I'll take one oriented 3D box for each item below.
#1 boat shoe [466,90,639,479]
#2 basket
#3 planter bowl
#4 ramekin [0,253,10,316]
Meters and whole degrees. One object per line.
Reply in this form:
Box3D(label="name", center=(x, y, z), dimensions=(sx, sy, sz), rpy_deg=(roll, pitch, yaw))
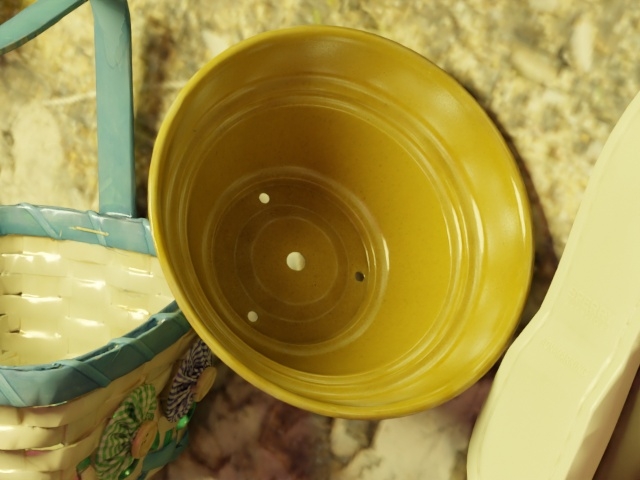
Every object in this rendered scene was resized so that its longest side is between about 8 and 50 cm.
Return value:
Box3D(label="boat shoe", center=(0.182, 0.021, 0.913), dimensions=(0.305, 0.091, 0.109), rpy_deg=(-63, 33, 14))
Box3D(label="basket", center=(-0.164, 0.019, 0.995), dimensions=(0.201, 0.255, 0.289), rpy_deg=(4, 114, 23))
Box3D(label="planter bowl", center=(0.000, 0.000, 0.973), dimensions=(0.217, 0.217, 0.090), rpy_deg=(65, 154, 8))
Box3D(label="ramekin", center=(-0.341, 0.027, 1.142), dimensions=(0.273, 0.127, 0.273), rpy_deg=(2, 96, 25))
